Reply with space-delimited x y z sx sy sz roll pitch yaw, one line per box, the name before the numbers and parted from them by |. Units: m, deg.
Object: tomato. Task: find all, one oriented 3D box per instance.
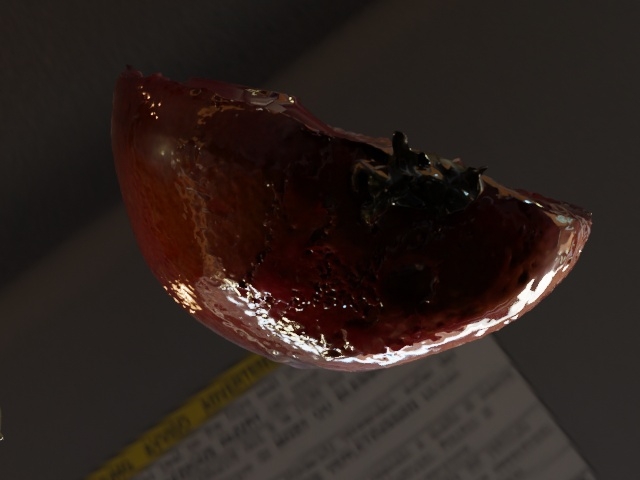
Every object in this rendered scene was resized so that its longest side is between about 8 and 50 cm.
tomato | 0.000 0.000 0.729 0.189 0.173 0.099 18 -90 -20

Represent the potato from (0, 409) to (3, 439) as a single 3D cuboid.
potato | -0.241 0.033 0.731 0.251 0.113 0.149 23 -33 1
